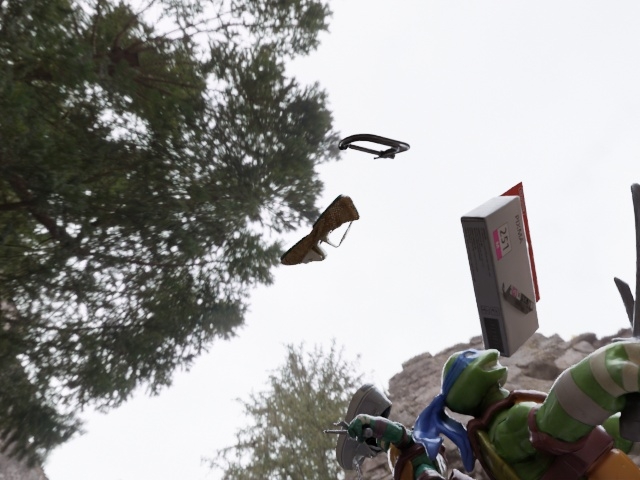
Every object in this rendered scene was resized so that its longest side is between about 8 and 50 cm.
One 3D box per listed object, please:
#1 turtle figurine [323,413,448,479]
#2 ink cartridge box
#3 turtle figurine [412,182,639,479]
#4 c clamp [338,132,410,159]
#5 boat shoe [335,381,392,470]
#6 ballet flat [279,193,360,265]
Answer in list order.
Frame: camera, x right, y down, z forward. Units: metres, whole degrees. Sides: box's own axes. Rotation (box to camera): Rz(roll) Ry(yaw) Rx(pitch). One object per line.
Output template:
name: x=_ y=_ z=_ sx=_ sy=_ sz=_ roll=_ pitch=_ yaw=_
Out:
turtle figurine: x=0.092 y=0.266 z=0.620 sx=0.118 sy=0.234 sz=0.175 roll=-22 pitch=-74 yaw=-11
ink cartridge box: x=0.376 y=0.046 z=1.053 sx=0.238 sy=0.060 sz=0.275 roll=-27 pitch=-71 yaw=-38
turtle figurine: x=0.224 y=0.126 z=0.343 sx=0.274 sy=0.198 sz=0.266 roll=-29 pitch=-124 yaw=-15
c clamp: x=0.098 y=-0.177 z=1.060 sx=0.160 sy=0.137 sz=0.022 roll=8 pitch=-96 yaw=-40
boat shoe: x=0.089 y=0.386 z=1.077 sx=0.079 sy=0.081 sz=0.228 roll=-19 pitch=-50 yaw=-40
ballet flat: x=0.000 y=0.000 z=1.045 sx=0.067 sy=0.073 sz=0.206 roll=48 pitch=-58 yaw=7
